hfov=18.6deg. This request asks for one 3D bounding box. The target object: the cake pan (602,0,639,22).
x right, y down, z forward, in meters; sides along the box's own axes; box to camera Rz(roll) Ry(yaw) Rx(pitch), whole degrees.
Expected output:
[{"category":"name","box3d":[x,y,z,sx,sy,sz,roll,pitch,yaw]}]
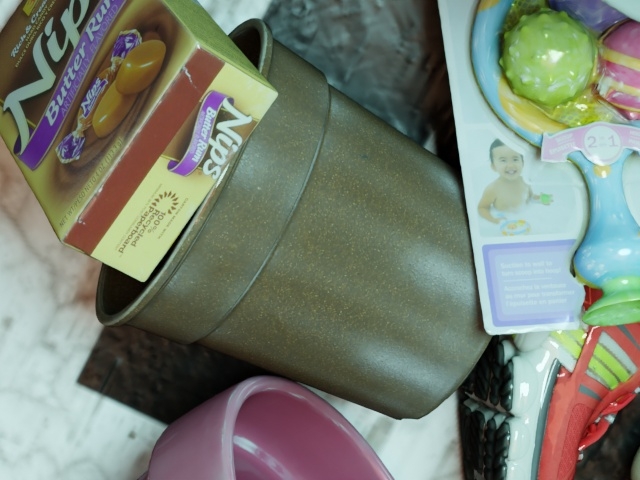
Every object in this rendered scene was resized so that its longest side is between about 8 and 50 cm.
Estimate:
[{"category":"cake pan","box3d":[0.159,-0.232,0.795,0.293,0.054,0.293,-14,112,-36]}]

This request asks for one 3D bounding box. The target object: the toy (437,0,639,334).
[{"category":"toy","box3d":[0.134,-0.077,0.940,0.137,0.056,0.237,-3,76,-10]}]

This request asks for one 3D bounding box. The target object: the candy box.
[{"category":"candy box","box3d":[-0.099,-0.073,0.924,0.053,0.186,0.109,29,102,-32]}]

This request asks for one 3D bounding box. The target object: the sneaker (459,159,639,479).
[{"category":"sneaker","box3d":[0.145,0.063,1.017,0.118,0.107,0.279,7,105,-10]}]

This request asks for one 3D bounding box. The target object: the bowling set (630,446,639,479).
[{"category":"bowling set","box3d":[0.246,0.152,1.000,0.154,0.200,0.287,9,100,-4]}]

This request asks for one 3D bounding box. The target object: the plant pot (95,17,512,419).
[{"category":"plant pot","box3d":[0.000,0.000,0.970,0.165,0.167,0.167,26,102,-17]}]

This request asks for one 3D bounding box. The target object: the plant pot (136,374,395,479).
[{"category":"plant pot","box3d":[-0.057,0.196,1.006,0.180,0.201,0.201,-30,104,21]}]
